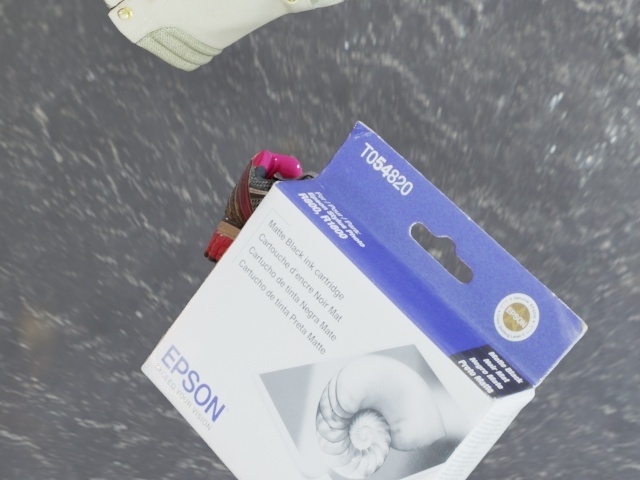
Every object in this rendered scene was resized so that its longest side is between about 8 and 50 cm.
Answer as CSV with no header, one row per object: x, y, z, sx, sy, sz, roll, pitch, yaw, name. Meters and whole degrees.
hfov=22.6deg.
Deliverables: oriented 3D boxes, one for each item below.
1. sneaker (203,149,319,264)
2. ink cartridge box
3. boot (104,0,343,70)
0.000,0.000,1.374,0.121,0.299,0.112,16,95,-38,sneaker
0.018,0.069,1.014,0.223,0.045,0.224,44,105,30,ink cartridge box
-0.083,-0.204,1.043,0.165,0.213,0.077,-22,48,22,boot
